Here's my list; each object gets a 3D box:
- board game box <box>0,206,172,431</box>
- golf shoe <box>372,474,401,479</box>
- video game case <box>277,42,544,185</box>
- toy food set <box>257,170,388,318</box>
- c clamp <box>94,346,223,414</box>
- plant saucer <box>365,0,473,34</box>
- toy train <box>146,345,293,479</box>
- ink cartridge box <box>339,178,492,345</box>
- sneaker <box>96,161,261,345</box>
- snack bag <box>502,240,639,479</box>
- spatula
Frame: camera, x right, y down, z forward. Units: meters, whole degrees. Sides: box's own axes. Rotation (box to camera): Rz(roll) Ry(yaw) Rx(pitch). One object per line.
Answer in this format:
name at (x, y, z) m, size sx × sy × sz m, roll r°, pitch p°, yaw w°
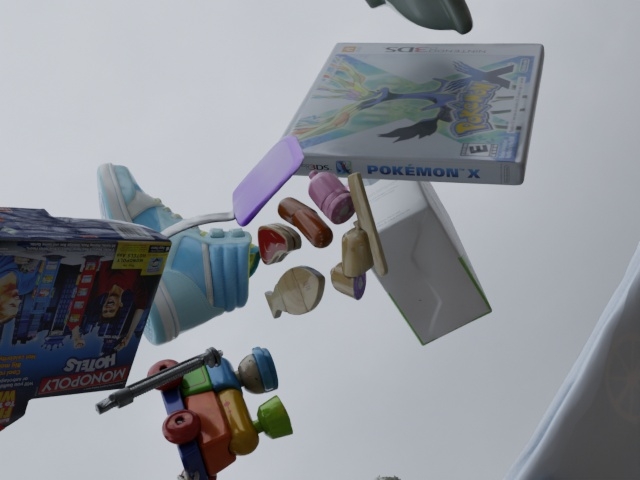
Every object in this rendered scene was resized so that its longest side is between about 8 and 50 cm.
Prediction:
board game box at (-0.237, 0.073, 0.762) m, size 0.194 × 0.060 × 0.194 m, roll 2°, pitch -64°, yaw -47°
golf shoe at (0.096, 0.392, 1.220) m, size 0.086 × 0.069 × 0.176 m, roll -68°, pitch -30°, yaw -81°
video game case at (0.125, -0.175, 1.228) m, size 0.329 × 0.299 × 0.036 m, roll -66°, pitch -25°, yaw -51°
toy food set at (0.000, 0.000, 0.547) m, size 0.019 × 0.122 × 0.078 m, roll -15°, pitch -92°, yaw -35°
c clamp at (-0.162, 0.143, 0.972) m, size 0.160 × 0.022 × 0.137 m, roll -22°, pitch -4°, yaw -33°
plant saucer at (0.045, -0.408, 1.207) m, size 0.100 × 0.400 × 0.400 m, roll -35°, pitch -29°, yaw 10°
toy train at (-0.093, 0.217, 1.038) m, size 0.143 × 0.248 × 0.105 m, roll -18°, pitch -53°, yaw -11°
ink cartridge box at (0.125, -0.032, 1.440) m, size 0.119 × 0.353 × 0.207 m, roll -29°, pitch -62°, yaw 10°
sneaker at (-0.208, -0.003, 1.434) m, size 0.208 × 0.319 × 0.127 m, roll -16°, pitch -29°, yaw -20°
snack bag at (0.177, 0.220, 0.507) m, size 0.342 × 0.037 × 0.323 m, roll -51°, pitch -59°, yaw -26°
spatula at (-0.137, -0.006, 0.926) m, size 0.296 × 0.084 × 0.030 m, roll -32°, pitch -59°, yaw 8°
